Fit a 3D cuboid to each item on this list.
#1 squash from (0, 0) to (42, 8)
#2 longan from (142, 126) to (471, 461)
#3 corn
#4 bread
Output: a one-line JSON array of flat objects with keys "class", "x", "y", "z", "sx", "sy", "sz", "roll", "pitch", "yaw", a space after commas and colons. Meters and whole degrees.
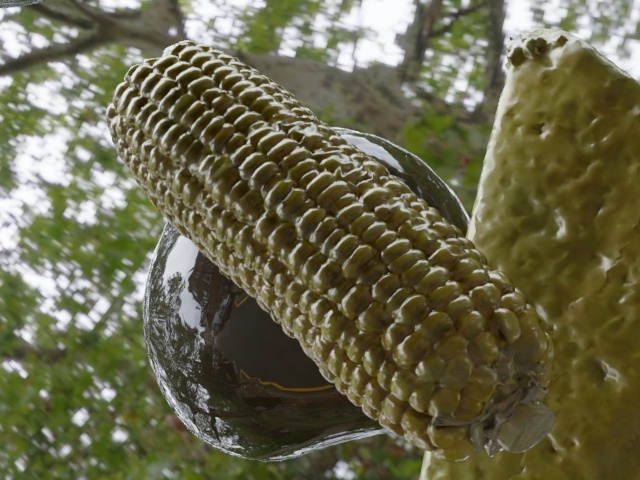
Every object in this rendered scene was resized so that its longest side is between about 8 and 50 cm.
[{"class": "squash", "x": -0.083, "y": -0.194, "z": 0.468, "sx": 0.165, "sy": 0.252, "sz": 0.252, "roll": 39, "pitch": -98, "yaw": -7}, {"class": "longan", "x": -0.004, "y": 0.044, "z": 1.036, "sx": 0.248, "sy": 0.248, "sz": 0.248, "roll": -10, "pitch": -70, "yaw": -30}, {"class": "corn", "x": 0.000, "y": 0.000, "z": 0.591, "sx": 0.080, "sy": 0.238, "sz": 0.080, "roll": -37, "pitch": -28, "yaw": -24}, {"class": "bread", "x": 0.114, "y": 0.106, "z": 0.858, "sx": 0.361, "sy": 0.245, "sz": 0.233, "roll": -47, "pitch": -30, "yaw": 1}]
